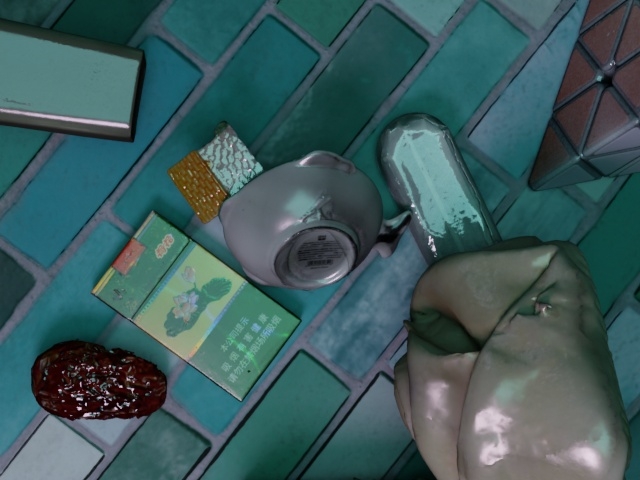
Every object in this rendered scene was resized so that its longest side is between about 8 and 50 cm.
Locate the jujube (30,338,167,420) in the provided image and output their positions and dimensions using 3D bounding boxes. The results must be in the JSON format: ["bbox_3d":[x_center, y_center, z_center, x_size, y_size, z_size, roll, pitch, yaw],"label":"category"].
[{"bbox_3d":[-0.271,0.171,1.511,0.166,0.104,0.104,1,90,-10],"label":"jujube"}]

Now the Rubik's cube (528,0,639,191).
[{"bbox_3d":[0.408,-0.185,1.544,0.228,0.233,0.229,19,44,31],"label":"Rubik's cube"}]

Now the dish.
[{"bbox_3d":[0.000,0.000,1.491,0.246,0.078,0.224,7,130,-23],"label":"dish"}]

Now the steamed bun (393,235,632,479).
[{"bbox_3d":[0.214,0.170,1.445,0.255,0.342,0.367,-8,62,8],"label":"steamed bun"}]

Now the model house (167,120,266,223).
[{"bbox_3d":[-0.128,-0.083,1.520,0.100,0.101,0.087,-38,91,0],"label":"model house"}]

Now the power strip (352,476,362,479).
[{"bbox_3d":[0.092,0.350,1.581,0.136,0.019,0.051,25,87,-4],"label":"power strip"}]

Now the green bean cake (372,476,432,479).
[{"bbox_3d":[0.042,0.450,1.492,0.308,0.169,0.300,-2,94,-4],"label":"green bean cake"}]

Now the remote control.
[{"bbox_3d":[0.155,-0.047,1.570,0.104,0.052,0.247,-28,96,-3],"label":"remote control"}]

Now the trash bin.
[{"bbox_3d":[-0.335,-0.190,1.473,0.241,0.164,0.122,9,90,-8],"label":"trash bin"}]

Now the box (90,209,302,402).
[{"bbox_3d":[-0.155,0.083,1.549,0.235,0.034,0.132,37,88,-4],"label":"box"}]
